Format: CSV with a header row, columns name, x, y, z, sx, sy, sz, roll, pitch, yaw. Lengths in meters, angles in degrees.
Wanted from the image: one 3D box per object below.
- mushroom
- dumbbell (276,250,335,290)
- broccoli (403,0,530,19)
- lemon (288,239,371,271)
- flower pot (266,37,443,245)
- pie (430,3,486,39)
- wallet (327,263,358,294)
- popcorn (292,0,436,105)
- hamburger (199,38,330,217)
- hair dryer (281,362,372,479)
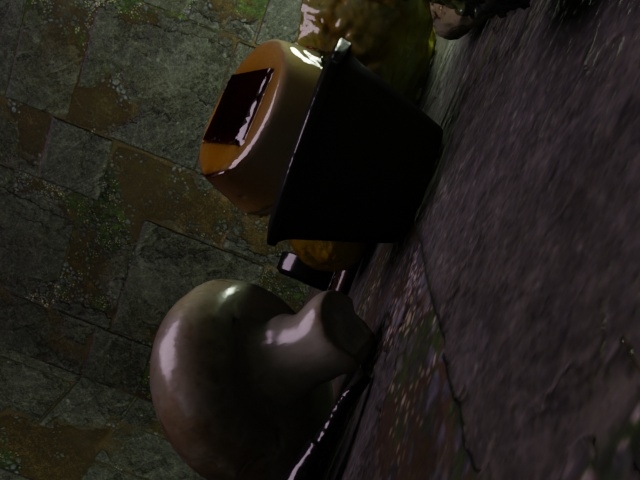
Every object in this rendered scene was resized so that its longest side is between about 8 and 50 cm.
name,x,y,z,sx,sy,sz,roll,pitch,yaw
mushroom,-0.053,0.143,0.719,0.243,0.244,0.243,-159,90,-89
dumbbell,0.000,0.000,1.569,0.152,0.152,0.218,121,170,-83
broccoli,0.112,-0.246,0.423,0.226,0.176,0.198,-97,29,-55
lemon,0.016,-0.038,1.143,0.170,0.170,0.207,113,160,-53
flower pot,0.049,-0.096,0.820,0.269,0.166,0.269,-161,90,-87
pie,0.216,-0.413,0.812,0.339,0.077,0.339,-158,90,-89
wallet,0.051,0.041,1.271,0.133,0.039,0.243,-119,48,-84
popcorn,0.101,-0.360,1.237,0.292,0.293,0.334,-26,-8,2
hamburger,-0.066,-0.179,1.069,0.302,0.170,0.302,-36,41,39
hair dryer,-0.037,0.284,0.632,0.359,0.120,0.303,-59,-15,-11
